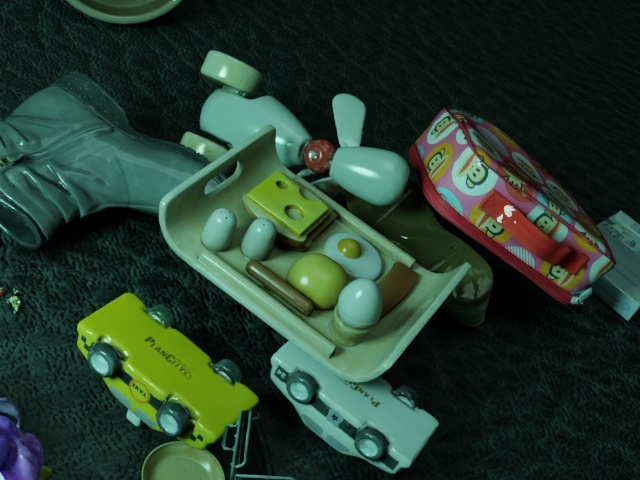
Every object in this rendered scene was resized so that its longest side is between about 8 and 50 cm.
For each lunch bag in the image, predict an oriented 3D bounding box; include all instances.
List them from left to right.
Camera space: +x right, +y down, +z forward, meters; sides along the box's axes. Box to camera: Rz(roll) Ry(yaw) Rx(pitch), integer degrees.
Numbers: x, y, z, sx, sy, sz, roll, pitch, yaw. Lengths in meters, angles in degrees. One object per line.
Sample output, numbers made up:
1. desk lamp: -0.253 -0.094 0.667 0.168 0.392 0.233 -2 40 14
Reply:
1. lunch bag: 0.266 -0.043 1.266 0.293 0.120 0.258 34 19 -20

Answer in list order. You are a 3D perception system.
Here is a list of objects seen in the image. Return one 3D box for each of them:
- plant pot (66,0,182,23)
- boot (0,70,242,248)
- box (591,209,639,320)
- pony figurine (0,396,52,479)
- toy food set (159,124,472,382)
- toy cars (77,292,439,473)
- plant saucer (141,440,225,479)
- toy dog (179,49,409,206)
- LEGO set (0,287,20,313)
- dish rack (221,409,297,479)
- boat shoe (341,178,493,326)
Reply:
1. plant pot: -0.335 -0.509 1.522 0.262 0.263 0.229 5 24 -21
2. boot: -0.268 -0.049 1.113 0.338 0.118 0.223 33 45 11
3. box: 0.469 0.034 1.430 0.145 0.038 0.186 43 42 23
4. pony figurine: -0.276 0.225 0.678 0.363 0.303 0.351 18 58 -5
5. toy food set: 0.000 0.000 1.052 0.306 0.092 0.219 37 44 10
6. toy cars: -0.068 0.166 0.984 0.393 0.087 0.177 12 39 -19
7. plant saucer: -0.137 0.238 0.918 0.083 0.015 0.083 14 40 -12
8. toy dog: -0.038 -0.125 1.272 0.333 0.220 0.161 45 11 14
9. LEGO set: -0.367 0.059 1.003 0.083 0.023 0.054 -10 49 -34
10. dish rack: -0.042 0.286 0.760 0.074 0.208 0.272 -1 44 4
11. boat shoe: 0.123 0.006 1.269 0.104 0.089 0.285 -28 55 -14
